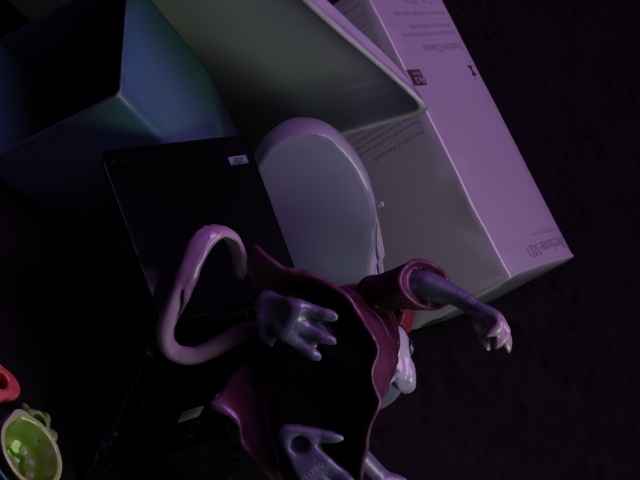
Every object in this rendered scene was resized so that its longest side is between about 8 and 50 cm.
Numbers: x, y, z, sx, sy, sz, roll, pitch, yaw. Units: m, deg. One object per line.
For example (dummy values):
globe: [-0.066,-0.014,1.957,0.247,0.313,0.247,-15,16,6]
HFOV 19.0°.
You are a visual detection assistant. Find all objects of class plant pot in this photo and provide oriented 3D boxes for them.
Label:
plant pot: [-0.180,-0.095,1.819,0.234,0.165,0.165,45,32,-39]

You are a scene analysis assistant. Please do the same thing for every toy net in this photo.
toy net: [-0.298,0.109,1.565,0.232,0.045,0.122,47,32,-19]

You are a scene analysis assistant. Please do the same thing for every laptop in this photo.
laptop: [-0.136,0.057,1.726,0.136,0.264,0.234,37,23,22]

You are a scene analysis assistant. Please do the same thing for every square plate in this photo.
square plate: [-0.117,-0.210,1.838,0.347,0.344,0.049,41,58,-28]

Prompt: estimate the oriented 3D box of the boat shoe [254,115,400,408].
boat shoe: [0.009,-0.001,1.957,0.156,0.136,0.367,-99,172,-52]

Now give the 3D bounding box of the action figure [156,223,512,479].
action figure: [0.004,0.116,1.721,0.276,0.248,0.370,28,14,5]

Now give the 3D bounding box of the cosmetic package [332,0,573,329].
cosmetic package: [0.122,-0.103,2.279,0.385,0.156,0.217,61,28,6]

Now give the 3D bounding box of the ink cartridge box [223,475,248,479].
ink cartridge box: [0.010,0.303,1.682,0.212,0.093,0.154,29,3,30]
